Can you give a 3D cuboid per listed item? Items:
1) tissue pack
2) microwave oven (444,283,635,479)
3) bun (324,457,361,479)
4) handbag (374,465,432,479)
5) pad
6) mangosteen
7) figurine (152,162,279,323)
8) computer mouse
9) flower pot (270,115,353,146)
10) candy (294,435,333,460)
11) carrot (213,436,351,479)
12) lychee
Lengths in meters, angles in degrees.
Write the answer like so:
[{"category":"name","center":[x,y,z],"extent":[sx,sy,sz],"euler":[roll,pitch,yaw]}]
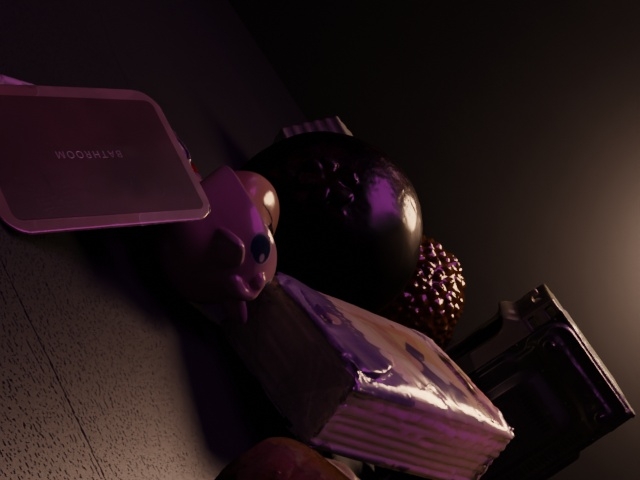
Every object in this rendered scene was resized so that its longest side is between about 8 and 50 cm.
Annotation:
[{"category":"tissue pack","center":[0.065,0.180,1.352],"extent":[0.343,0.125,0.242],"euler":[26,14,-44]},{"category":"microwave oven","center":[0.328,0.287,1.873],"extent":[0.286,0.355,0.218],"euler":[55,9,1]},{"category":"bun","center":[0.007,0.280,1.069],"extent":[0.183,0.102,0.183],"euler":[50,9,-11]},{"category":"handbag","center":[0.152,0.366,1.464],"extent":[0.162,0.113,0.260],"euler":[42,15,-18]},{"category":"pad","center":[-0.235,-0.086,1.077],"extent":[0.266,0.002,0.176],"euler":[-7,63,-50]},{"category":"mangosteen","center":[-0.005,0.002,1.536],"extent":[0.296,0.314,0.297],"euler":[14,32,-9]},{"category":"figurine","center":[-0.142,-0.043,1.285],"extent":[0.287,0.186,0.176],"euler":[41,-26,41]},{"category":"computer mouse","center":[-0.254,-0.113,1.156],"extent":[0.245,0.056,0.126],"euler":[14,24,-42]},{"category":"flower pot","center":[0.006,-0.108,2.110],"extent":[0.190,0.239,0.209],"euler":[-113,-167,-53]},{"category":"candy","center":[0.009,0.289,1.218],"extent":[0.053,0.046,0.182],"euler":[60,3,-44]},{"category":"carrot","center":[0.022,0.306,0.912],"extent":[0.302,0.138,0.138],"euler":[53,9,10]},{"category":"lychee","center":[0.118,0.102,1.864],"extent":[0.267,0.267,0.267],"euler":[53,9,-13]}]
